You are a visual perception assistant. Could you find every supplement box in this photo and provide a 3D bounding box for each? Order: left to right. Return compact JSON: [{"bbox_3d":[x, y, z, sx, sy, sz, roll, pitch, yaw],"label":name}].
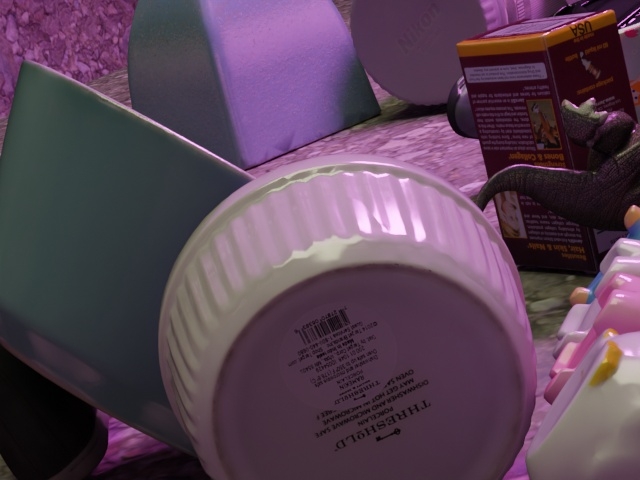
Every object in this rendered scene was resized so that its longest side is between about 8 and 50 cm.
[{"bbox_3d":[0.187,-0.076,1.298,0.080,0.188,0.104,-23,15,-32],"label":"supplement box"}]

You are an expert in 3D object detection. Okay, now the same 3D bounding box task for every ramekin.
[{"bbox_3d":[0.018,0.068,0.889,0.207,0.207,0.109,-16,22,-1],"label":"ramekin"}]

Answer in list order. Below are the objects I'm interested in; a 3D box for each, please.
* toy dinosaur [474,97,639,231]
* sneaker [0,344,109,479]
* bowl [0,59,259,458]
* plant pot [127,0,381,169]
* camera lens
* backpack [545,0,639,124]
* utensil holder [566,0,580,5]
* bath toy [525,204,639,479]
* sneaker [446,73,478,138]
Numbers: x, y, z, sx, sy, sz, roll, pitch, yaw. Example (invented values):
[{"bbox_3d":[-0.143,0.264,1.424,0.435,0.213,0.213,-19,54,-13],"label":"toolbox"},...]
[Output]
[{"bbox_3d":[0.253,-0.068,1.203,0.313,0.160,0.121,-40,52,-15],"label":"toy dinosaur"},{"bbox_3d":[-0.209,0.092,1.178,0.083,0.118,0.222,-35,16,-5],"label":"sneaker"},{"bbox_3d":[-0.090,0.033,1.058,0.163,0.311,0.311,-61,20,-2],"label":"bowl"},{"bbox_3d":[-0.113,-0.247,2.214,0.247,0.252,0.247,-26,16,-35],"label":"plant pot"},{"bbox_3d":[0.189,-0.307,2.182,0.219,0.219,0.274,-7,16,34],"label":"camera lens"},{"bbox_3d":[0.282,-0.137,1.431,0.253,0.191,0.225,-17,7,-39],"label":"backpack"},{"bbox_3d":[0.518,-0.424,2.089,0.385,0.328,0.327,-8,15,41],"label":"utensil holder"},{"bbox_3d":[0.201,0.062,0.880,0.151,0.129,0.348,-58,-4,21],"label":"bath toy"},{"bbox_3d":[0.232,-0.151,1.604,0.223,0.083,0.098,-20,17,-20],"label":"sneaker"}]
